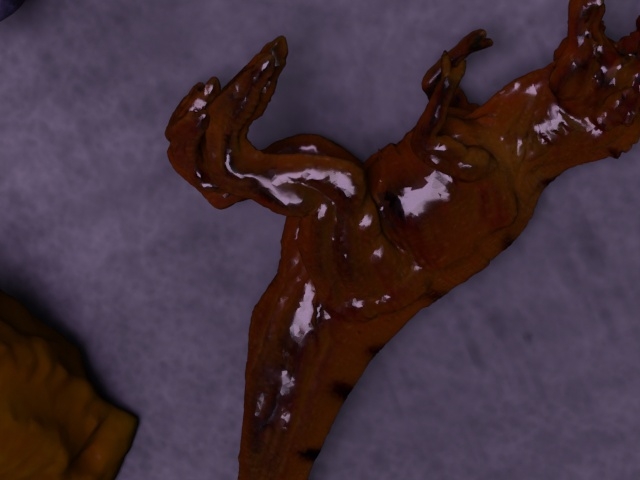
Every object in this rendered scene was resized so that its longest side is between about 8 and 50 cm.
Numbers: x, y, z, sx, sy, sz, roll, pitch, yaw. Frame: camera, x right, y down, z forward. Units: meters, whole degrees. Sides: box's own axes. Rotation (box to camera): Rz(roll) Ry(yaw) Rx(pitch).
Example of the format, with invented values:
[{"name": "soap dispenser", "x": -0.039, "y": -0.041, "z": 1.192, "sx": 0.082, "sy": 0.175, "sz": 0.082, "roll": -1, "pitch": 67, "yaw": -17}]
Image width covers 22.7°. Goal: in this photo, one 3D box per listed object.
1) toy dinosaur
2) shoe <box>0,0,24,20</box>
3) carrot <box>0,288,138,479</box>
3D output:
[{"name": "toy dinosaur", "x": 0.000, "y": 0.000, "z": 0.847, "sx": 0.208, "sy": 0.097, "sz": 0.432, "roll": 38, "pitch": 112, "yaw": -6}, {"name": "shoe", "x": -0.253, "y": -0.216, "z": 0.867, "sx": 0.138, "sy": 0.095, "sz": 0.245, "roll": -26, "pitch": 91, "yaw": 21}, {"name": "carrot", "x": -0.302, "y": 0.117, "z": 0.872, "sx": 0.341, "sy": 0.241, "sz": 0.241, "roll": 12, "pitch": 104, "yaw": 13}]
